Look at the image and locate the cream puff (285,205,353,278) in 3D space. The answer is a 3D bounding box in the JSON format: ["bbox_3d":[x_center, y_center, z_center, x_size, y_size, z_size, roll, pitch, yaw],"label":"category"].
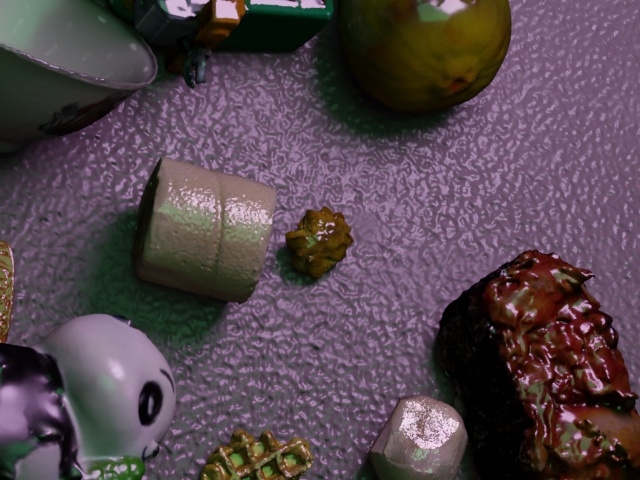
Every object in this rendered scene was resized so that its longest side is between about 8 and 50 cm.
[{"bbox_3d":[0.000,0.000,1.780,0.083,0.058,0.083,-8,79,-19],"label":"cream puff"}]

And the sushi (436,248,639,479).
[{"bbox_3d":[0.257,0.189,1.734,0.196,0.182,0.343,-17,77,-12],"label":"sushi"}]

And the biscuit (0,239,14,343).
[{"bbox_3d":[-0.414,0.118,1.644,0.183,0.043,0.280,30,64,-12],"label":"biscuit"}]

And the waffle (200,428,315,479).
[{"bbox_3d":[-0.066,0.308,1.677,0.149,0.051,0.194,11,70,-6],"label":"waffle"}]

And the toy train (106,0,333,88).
[{"bbox_3d":[-0.117,-0.382,1.804,0.249,0.178,0.429,3,74,-24],"label":"toy train"}]

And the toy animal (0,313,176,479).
[{"bbox_3d":[-0.273,0.194,1.558,0.266,0.212,0.213,-14,78,-27],"label":"toy animal"}]

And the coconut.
[{"bbox_3d":[0.105,0.241,1.716,0.110,0.110,0.124,31,63,-5],"label":"coconut"}]

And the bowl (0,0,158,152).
[{"bbox_3d":[-0.362,-0.200,1.660,0.337,0.337,0.157,30,108,-5],"label":"bowl"}]

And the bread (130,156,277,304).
[{"bbox_3d":[-0.135,-0.008,1.698,0.141,0.148,0.134,14,55,-10],"label":"bread"}]

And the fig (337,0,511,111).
[{"bbox_3d":[0.121,-0.275,1.816,0.207,0.207,0.230,-9,78,-17],"label":"fig"}]
